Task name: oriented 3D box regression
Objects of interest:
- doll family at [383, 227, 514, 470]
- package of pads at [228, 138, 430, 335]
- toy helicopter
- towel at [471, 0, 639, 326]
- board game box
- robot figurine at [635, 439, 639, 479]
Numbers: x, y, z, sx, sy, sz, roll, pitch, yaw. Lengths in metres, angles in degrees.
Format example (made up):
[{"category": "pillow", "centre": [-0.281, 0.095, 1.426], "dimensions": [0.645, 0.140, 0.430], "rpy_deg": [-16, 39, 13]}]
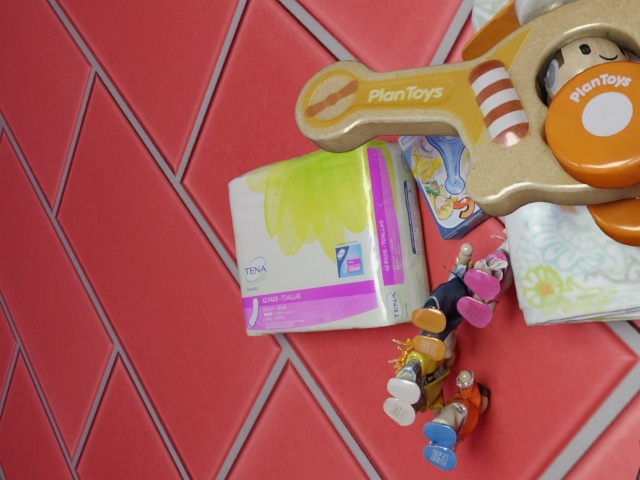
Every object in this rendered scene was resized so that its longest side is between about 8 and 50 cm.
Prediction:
[{"category": "doll family", "centre": [0.132, 0.094, 0.857], "dimensions": [0.118, 0.163, 0.262], "rpy_deg": [19, 111, 20]}, {"category": "package of pads", "centre": [0.000, 0.000, 1.047], "dimensions": [0.297, 0.101, 0.229], "rpy_deg": [-12, 83, 50]}, {"category": "toy helicopter", "centre": [0.135, -0.131, 0.660], "dimensions": [0.355, 0.140, 0.234], "rpy_deg": [3, 71, 33]}, {"category": "towel", "centre": [0.285, -0.120, 0.672], "dimensions": [0.321, 0.090, 0.374], "rpy_deg": [-11, 84, 41]}, {"category": "board game box", "centre": [0.180, -0.107, 0.872], "dimensions": [0.201, 0.035, 0.136], "rpy_deg": [-42, 62, 43]}, {"category": "robot figurine", "centre": [0.363, 0.134, 0.582], "dimensions": [0.085, 0.211, 0.291], "rpy_deg": [-69, 2, -51]}]
